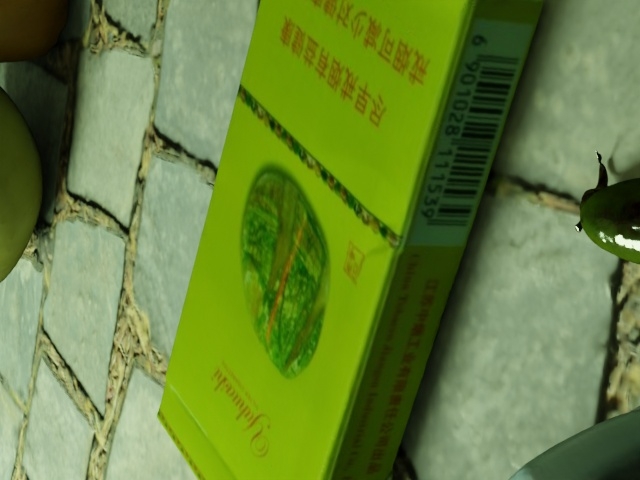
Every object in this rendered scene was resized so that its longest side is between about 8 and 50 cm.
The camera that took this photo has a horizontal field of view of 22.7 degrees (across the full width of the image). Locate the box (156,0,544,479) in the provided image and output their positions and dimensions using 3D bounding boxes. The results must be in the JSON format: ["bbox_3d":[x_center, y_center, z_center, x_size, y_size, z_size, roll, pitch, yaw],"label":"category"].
[{"bbox_3d":[0.000,0.000,0.816,0.187,0.047,0.335,46,127,50],"label":"box"}]

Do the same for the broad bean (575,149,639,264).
[{"bbox_3d":[0.158,-0.034,0.555,0.227,0.039,0.069,-30,58,56],"label":"broad bean"}]

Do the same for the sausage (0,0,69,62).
[{"bbox_3d":[-0.354,-0.195,1.121,0.116,0.354,0.134,56,135,44],"label":"sausage"}]

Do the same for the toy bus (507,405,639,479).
[{"bbox_3d":[0.150,0.194,0.463,0.109,0.136,0.330,-60,42,36],"label":"toy bus"}]

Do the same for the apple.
[{"bbox_3d":[-0.303,-0.047,1.203,0.200,0.200,0.200,-4,86,60],"label":"apple"}]
